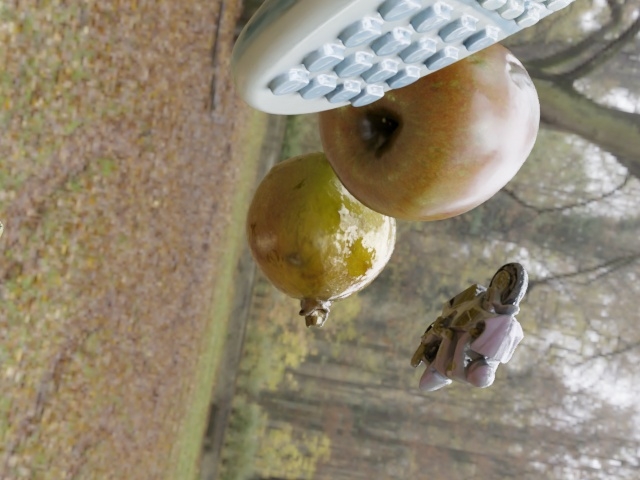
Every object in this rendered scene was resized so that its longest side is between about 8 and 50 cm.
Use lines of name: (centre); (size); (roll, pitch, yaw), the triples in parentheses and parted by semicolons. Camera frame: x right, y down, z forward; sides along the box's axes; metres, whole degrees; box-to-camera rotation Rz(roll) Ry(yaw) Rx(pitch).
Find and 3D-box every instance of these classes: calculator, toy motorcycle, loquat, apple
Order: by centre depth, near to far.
calculator: (0.090, -0.136, 0.433); (0.188, 0.302, 0.042); (-5, 69, -63)
apple: (0.118, -0.135, 1.028); (0.207, 0.237, 0.237); (-15, 124, -43)
toy motorcycle: (0.194, 0.132, 1.226); (0.225, 0.073, 0.152); (-47, -153, 45)
loquat: (0.000, 0.000, 1.340); (0.213, 0.213, 0.246); (105, -11, -82)

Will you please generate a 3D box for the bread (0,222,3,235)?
bread: (-0.587, -0.017, 1.500); (0.125, 0.156, 0.086); (-33, -151, 49)
